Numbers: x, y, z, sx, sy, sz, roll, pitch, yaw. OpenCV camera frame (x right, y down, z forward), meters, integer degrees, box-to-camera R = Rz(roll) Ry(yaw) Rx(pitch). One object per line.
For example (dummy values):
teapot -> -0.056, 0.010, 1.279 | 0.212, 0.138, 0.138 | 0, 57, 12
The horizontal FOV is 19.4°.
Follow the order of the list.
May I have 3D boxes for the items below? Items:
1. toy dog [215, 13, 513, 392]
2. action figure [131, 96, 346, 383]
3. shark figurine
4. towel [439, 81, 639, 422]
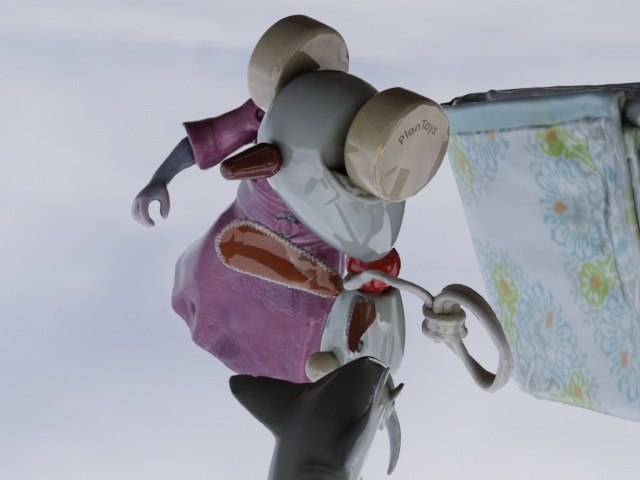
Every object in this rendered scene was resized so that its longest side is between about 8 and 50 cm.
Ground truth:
toy dog -> 0.000, 0.000, 1.442 | 0.161, 0.334, 0.220 | -29, -155, -27
action figure -> -0.012, -0.034, 1.729 | 0.248, 0.370, 0.276 | 27, -140, 12
shark figurine -> -0.004, 0.115, 1.272 | 0.116, 0.166, 0.278 | 19, -157, 8
towel -> 0.248, 0.010, 1.776 | 0.090, 0.320, 0.374 | -17, -171, -21
